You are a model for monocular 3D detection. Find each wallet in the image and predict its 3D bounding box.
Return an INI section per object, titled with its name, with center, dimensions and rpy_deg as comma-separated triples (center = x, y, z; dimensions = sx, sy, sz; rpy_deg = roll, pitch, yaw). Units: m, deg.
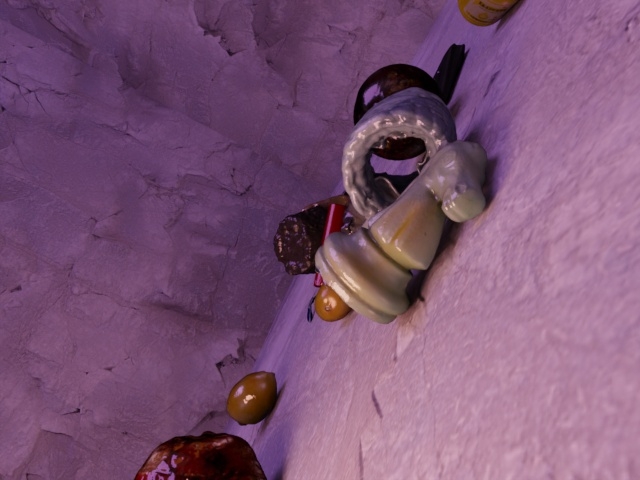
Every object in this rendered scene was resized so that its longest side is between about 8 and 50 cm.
[wallet]
center = 0.342, -0.437, 1.308
dimensions = 0.168, 0.052, 0.245
rpy_deg = 119, 174, -61

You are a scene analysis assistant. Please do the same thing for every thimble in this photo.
[thimble]
center = 0.146, -0.157, 0.863
dimensions = 0.171, 0.205, 0.250
rpy_deg = -68, 2, -54

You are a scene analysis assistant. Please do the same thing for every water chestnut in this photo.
[water chestnut]
center = -0.239, 0.525, 0.894
dimensions = 0.289, 0.289, 0.244
rpy_deg = -63, 9, 0

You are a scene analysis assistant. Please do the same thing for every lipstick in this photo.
[lipstick]
center = 0.035, 0.021, 1.479
dimensions = 0.073, 0.073, 0.279
rpy_deg = 139, 142, -78

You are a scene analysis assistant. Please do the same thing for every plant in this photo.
[plant]
center = 0.000, 0.000, 1.650
dimensions = 0.312, 0.213, 0.215
rpy_deg = -6, -44, -46

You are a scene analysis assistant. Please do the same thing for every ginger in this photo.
[ginger]
center = 0.035, -0.128, 1.782
dimensions = 0.131, 0.295, 0.086
rpy_deg = -15, 88, 51

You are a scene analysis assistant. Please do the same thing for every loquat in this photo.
[loquat]
center = -0.212, 0.500, 1.455
dimensions = 0.195, 0.152, 0.152
rpy_deg = -60, 5, -4

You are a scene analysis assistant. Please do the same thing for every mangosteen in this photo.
[mangosteen]
center = 0.210, -0.320, 1.155
dimensions = 0.289, 0.231, 0.231
rpy_deg = -23, -33, -59

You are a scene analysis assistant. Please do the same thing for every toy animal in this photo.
[toy animal]
center = 0.121, -0.076, 1.336
dimensions = 0.343, 0.106, 0.168
rpy_deg = 120, 175, -70

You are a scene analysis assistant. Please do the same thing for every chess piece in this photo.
[chess piece]
center = 0.143, -0.027, 0.696
dimensions = 0.298, 0.176, 0.175
rpy_deg = -49, 8, 12

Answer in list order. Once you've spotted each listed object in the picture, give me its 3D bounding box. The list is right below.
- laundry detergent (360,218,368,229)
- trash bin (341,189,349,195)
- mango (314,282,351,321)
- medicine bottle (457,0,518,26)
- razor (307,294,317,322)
[laundry detergent]
center = 0.141, -0.040, 1.089
dimensions = 0.099, 0.070, 0.225
rpy_deg = -77, 14, -46
[trash bin]
center = 0.122, -0.194, 2.234
dimensions = 0.116, 0.059, 0.130
rpy_deg = -62, 3, 2
[mango]
center = 0.040, 0.130, 1.109
dimensions = 0.130, 0.092, 0.194
rpy_deg = -63, 0, 20
[medicine bottle]
center = 0.396, -0.572, 0.992
dimensions = 0.121, 0.122, 0.212
rpy_deg = -63, 5, -4
[razor]
center = -0.031, 0.239, 1.642
dimensions = 0.044, 0.028, 0.154
rpy_deg = -59, 5, 34
